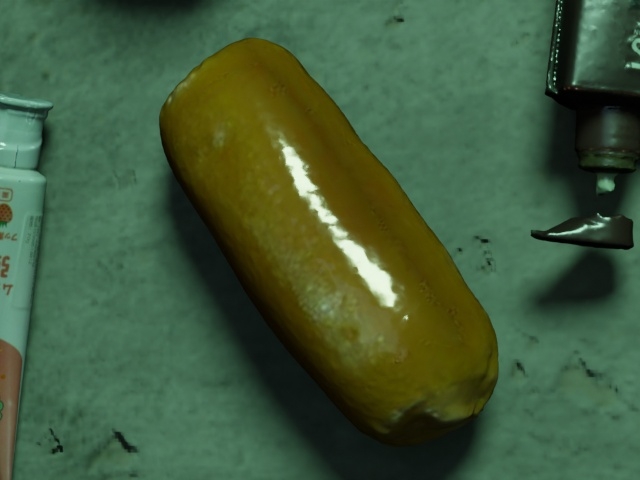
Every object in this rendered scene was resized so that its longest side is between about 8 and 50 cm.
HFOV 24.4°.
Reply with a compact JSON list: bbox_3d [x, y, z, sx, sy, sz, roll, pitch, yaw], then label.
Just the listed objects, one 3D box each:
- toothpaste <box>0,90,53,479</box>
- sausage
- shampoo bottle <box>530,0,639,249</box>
[{"bbox_3d":[-0.197,0.032,0.847,0.089,0.057,0.234,13,98,19],"label":"toothpaste"},{"bbox_3d":[0.000,0.000,0.756,0.098,0.098,0.238,-39,73,12],"label":"sausage"},{"bbox_3d":[0.145,-0.114,0.725,0.068,0.067,0.236,4,87,11],"label":"shampoo bottle"}]
